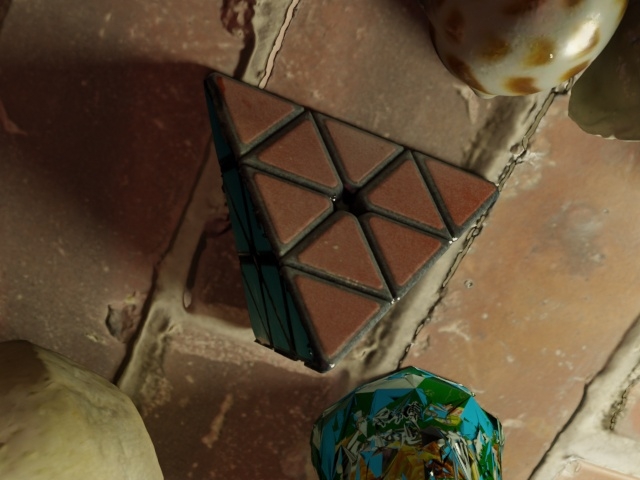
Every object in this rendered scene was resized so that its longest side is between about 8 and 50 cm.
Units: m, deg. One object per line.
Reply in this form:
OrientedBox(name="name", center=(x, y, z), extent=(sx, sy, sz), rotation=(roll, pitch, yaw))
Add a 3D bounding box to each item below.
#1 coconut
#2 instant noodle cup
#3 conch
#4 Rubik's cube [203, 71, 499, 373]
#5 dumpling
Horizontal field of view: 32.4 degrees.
OrientedBox(name="coconut", center=(-0.364, 0.298, 1.080), extent=(0.415, 0.344, 0.416), rotation=(-19, 123, -31))
OrientedBox(name="instant noodle cup", center=(0.102, 0.291, 1.212), extent=(0.240, 0.178, 0.240), rotation=(0, 123, 0))
OrientedBox(name="conch", center=(0.163, -0.212, 0.903), extent=(0.148, 0.183, 0.275), rotation=(-17, 148, -40))
OrientedBox(name="Rubik's cube", center=(0.000, 0.000, 1.039), extent=(0.233, 0.228, 0.229), rotation=(27, 81, -58))
OrientedBox(name="dumpling", center=(0.326, -0.156, 0.919), extent=(0.252, 0.179, 0.131), rotation=(-25, 124, 13))
